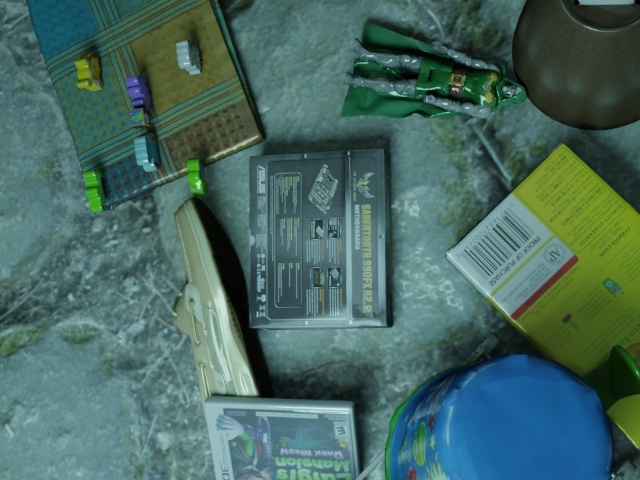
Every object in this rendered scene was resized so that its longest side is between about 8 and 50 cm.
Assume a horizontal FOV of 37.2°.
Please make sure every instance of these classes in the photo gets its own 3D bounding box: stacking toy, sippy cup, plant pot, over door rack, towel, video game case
[{"bbox_3d":[-0.239,-0.157,1.287,0.167,0.052,0.221,-7,86,14],"label":"stacking toy"},{"bbox_3d":[0.190,0.220,0.980,0.240,0.224,0.305,22,71,7],"label":"sippy cup"},{"bbox_3d":[0.327,-0.259,1.103,0.215,0.230,0.215,-2,83,13],"label":"plant pot"},{"bbox_3d":[0.175,0.302,1.125,0.324,0.108,0.239,-42,75,-16],"label":"over door rack"},{"bbox_3d":[-0.255,-0.257,1.340,0.271,0.040,0.370,-22,81,11],"label":"towel"},{"bbox_3d":[-0.045,0.277,1.198,0.190,0.022,0.173,0,113,13],"label":"video game case"}]

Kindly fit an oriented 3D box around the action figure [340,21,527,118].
[{"bbox_3d":[0.151,-0.208,1.229,0.232,0.063,0.137,11,83,11],"label":"action figure"}]

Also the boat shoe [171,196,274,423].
[{"bbox_3d":[-0.149,0.094,1.242,0.098,0.109,0.302,-18,86,11],"label":"boat shoe"}]

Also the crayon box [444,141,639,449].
[{"bbox_3d":[0.332,0.065,1.143,0.202,0.081,0.318,-44,76,5],"label":"crayon box"}]

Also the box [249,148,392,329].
[{"bbox_3d":[0.000,0.000,1.241,0.183,0.056,0.231,-3,84,12],"label":"box"}]
